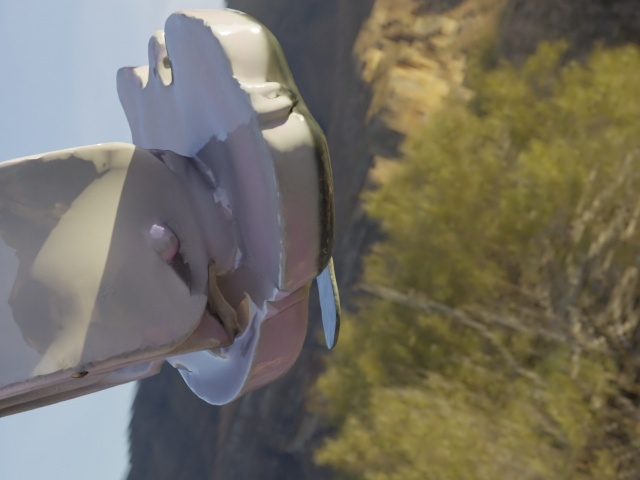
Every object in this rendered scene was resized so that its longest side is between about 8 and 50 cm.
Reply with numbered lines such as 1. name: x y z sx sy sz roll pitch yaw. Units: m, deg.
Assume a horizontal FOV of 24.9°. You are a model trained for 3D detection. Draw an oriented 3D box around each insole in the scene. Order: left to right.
1. insole: 0.000 0.000 1.169 0.065 0.006 0.193 104 161 -53

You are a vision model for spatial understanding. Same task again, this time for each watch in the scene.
1. watch: -0.129 0.000 0.719 0.244 0.231 0.196 -31 73 65
